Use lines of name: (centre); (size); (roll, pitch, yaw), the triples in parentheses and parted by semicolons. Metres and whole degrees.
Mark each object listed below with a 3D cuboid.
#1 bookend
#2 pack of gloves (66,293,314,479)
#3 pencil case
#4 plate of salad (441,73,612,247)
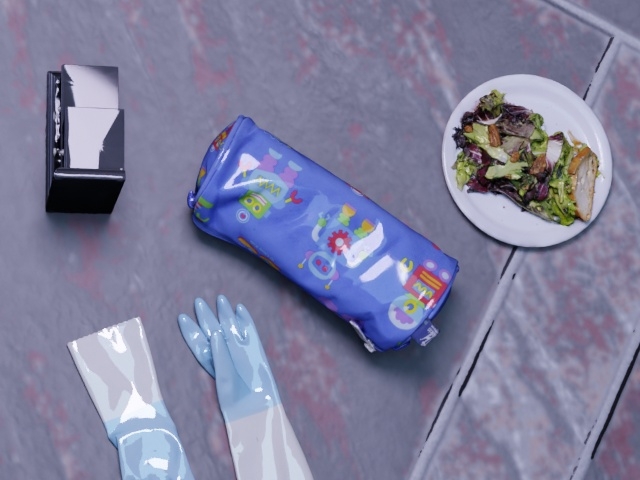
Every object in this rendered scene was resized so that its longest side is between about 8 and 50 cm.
bookend: (-0.243, -0.119, 1.864); (0.072, 0.157, 0.156); (1, 79, -12)
pack of gloves: (-0.132, 0.178, 1.883); (0.195, 0.046, 0.232); (-19, 83, -16)
pencil case: (0.000, 0.000, 1.909); (0.306, 0.119, 0.133); (35, 85, -3)
plate of salad: (0.234, -0.092, 2.013); (0.199, 0.048, 0.200); (2, 79, -11)
